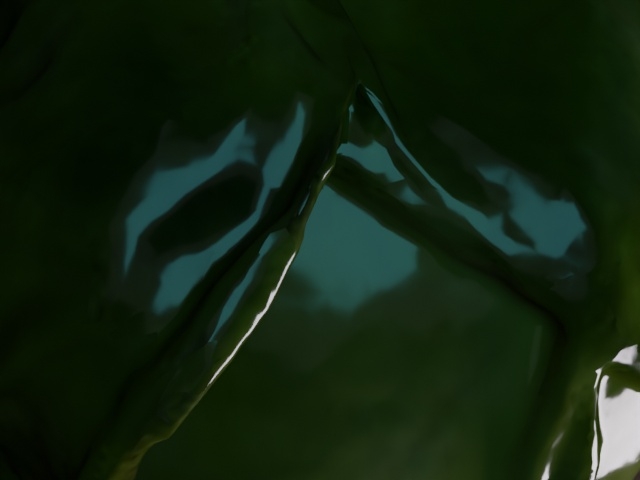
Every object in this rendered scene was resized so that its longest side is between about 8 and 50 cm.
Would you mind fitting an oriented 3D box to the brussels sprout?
[{"bbox_3d":[-0.001,-0.002,0.488,0.259,0.227,0.294,29,37,-11],"label":"brussels sprout"}]
